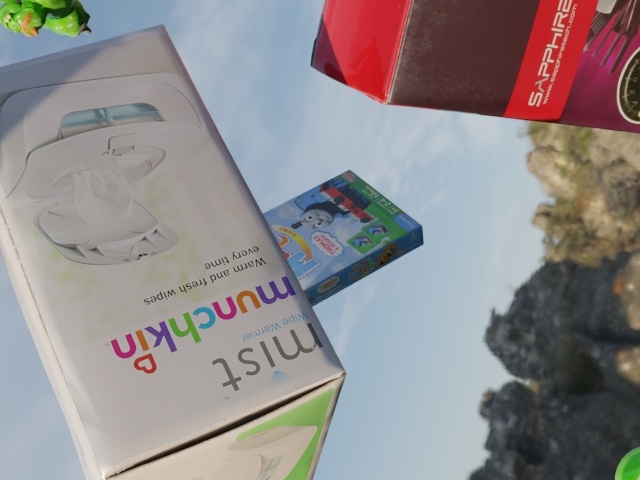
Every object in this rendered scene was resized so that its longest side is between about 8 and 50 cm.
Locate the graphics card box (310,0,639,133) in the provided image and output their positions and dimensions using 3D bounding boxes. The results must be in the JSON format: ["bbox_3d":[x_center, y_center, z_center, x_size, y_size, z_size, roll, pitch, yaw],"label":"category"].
[{"bbox_3d":[0.195,-0.186,0.591,0.371,0.094,0.233,2,-69,-30],"label":"graphics card box"}]

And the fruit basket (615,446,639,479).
[{"bbox_3d":[0.335,0.301,0.664,0.392,0.283,0.392,-11,-90,-74],"label":"fruit basket"}]

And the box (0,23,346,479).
[{"bbox_3d":[-0.103,0.056,0.560,0.126,0.231,0.262,-21,-27,-18],"label":"box"}]

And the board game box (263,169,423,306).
[{"bbox_3d":[0.000,0.000,1.224,0.211,0.160,0.039,-29,-44,-21],"label":"board game box"}]

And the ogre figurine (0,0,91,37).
[{"bbox_3d":[-0.286,-0.250,0.893,0.097,0.118,0.197,-56,-16,-30],"label":"ogre figurine"}]
